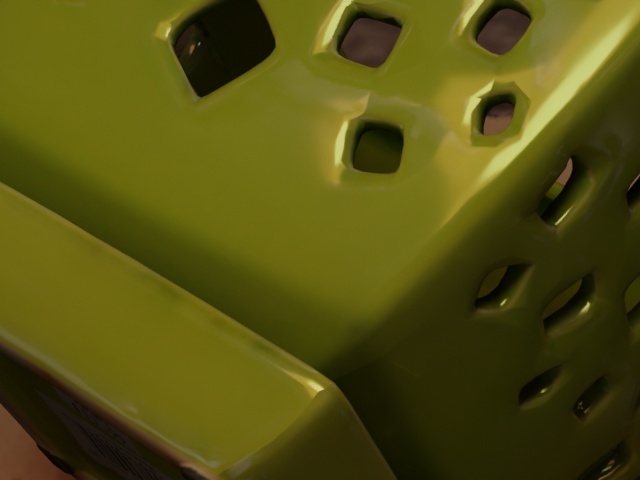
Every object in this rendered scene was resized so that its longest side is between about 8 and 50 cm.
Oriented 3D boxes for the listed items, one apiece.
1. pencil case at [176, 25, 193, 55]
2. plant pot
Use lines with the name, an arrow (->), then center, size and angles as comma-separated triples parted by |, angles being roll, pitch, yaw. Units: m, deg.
pencil case -> -0.134, -0.081, 0.787 | 0.124, 0.113, 0.273 | 40, 52, 4
plant pot -> 0.000, 0.000, 0.657 | 0.228, 0.227, 0.207 | 28, 71, 31
